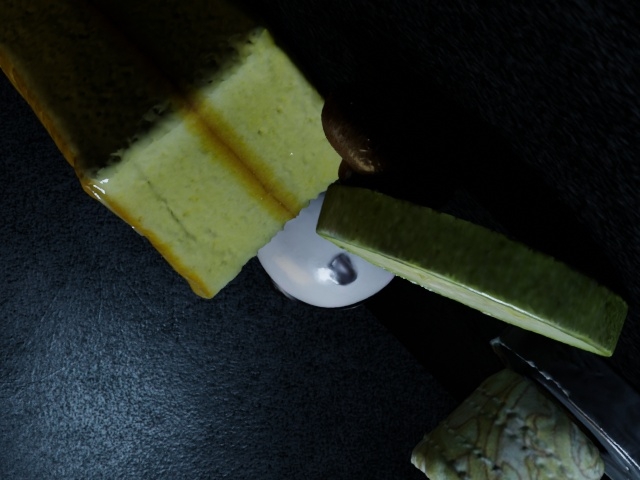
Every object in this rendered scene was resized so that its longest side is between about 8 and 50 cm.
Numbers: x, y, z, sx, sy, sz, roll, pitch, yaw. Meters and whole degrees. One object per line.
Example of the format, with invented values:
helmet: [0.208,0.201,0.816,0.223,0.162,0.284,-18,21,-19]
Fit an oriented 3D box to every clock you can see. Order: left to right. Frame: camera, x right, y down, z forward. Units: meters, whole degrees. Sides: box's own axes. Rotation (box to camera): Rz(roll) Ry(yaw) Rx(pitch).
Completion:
clock: [0.289,0.183,1.492,0.280,0.055,0.280,46,176,5]

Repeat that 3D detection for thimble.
thimble: [0.186,0.222,1.506,0.137,0.143,0.190,48,176,-28]

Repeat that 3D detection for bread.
bread: [-0.176,-0.170,1.529,0.362,0.233,0.245,47,180,39]

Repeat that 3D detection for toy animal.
toy animal: [0.006,-0.005,1.727,0.187,0.165,0.235,44,174,6]

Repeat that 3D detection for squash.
squash: [0.115,0.026,1.142,0.252,0.049,0.252,22,175,2]

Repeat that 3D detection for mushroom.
mushroom: [0.054,-0.073,1.134,0.126,0.085,0.109,42,168,6]
